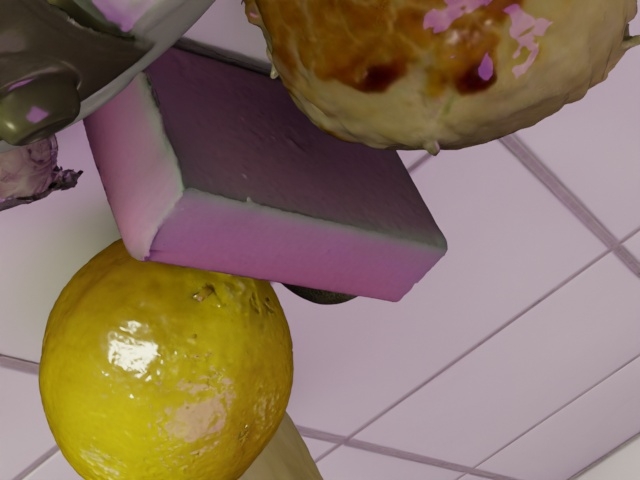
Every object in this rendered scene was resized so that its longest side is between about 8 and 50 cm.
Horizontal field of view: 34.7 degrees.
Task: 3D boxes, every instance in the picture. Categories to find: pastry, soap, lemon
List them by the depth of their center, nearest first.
[{"bbox_3d":[0.069,-0.145,0.689,0.256,0.170,0.237,4,166,35],"label":"pastry"},{"bbox_3d":[-0.041,-0.053,0.779,0.259,0.181,0.081,12,131,-42],"label":"soap"},{"bbox_3d":[-0.138,0.116,0.924,0.236,0.236,0.263,-25,130,-6],"label":"lemon"}]

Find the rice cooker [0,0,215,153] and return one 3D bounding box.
[{"bbox_3d":[-0.174,-0.202,0.327,0.335,0.325,0.335,-21,148,-13],"label":"rice cooker"}]

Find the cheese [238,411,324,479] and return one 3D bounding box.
[{"bbox_3d":[-0.080,0.301,1.204,0.124,0.265,0.242,-37,149,9],"label":"cheese"}]

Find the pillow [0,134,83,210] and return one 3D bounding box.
[{"bbox_3d":[-0.246,-0.104,0.676,0.169,0.059,0.255,-14,145,-21],"label":"pillow"}]

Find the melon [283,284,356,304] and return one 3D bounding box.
[{"bbox_3d":[0.000,0.000,0.975,0.114,0.114,0.167,-31,152,3],"label":"melon"}]
